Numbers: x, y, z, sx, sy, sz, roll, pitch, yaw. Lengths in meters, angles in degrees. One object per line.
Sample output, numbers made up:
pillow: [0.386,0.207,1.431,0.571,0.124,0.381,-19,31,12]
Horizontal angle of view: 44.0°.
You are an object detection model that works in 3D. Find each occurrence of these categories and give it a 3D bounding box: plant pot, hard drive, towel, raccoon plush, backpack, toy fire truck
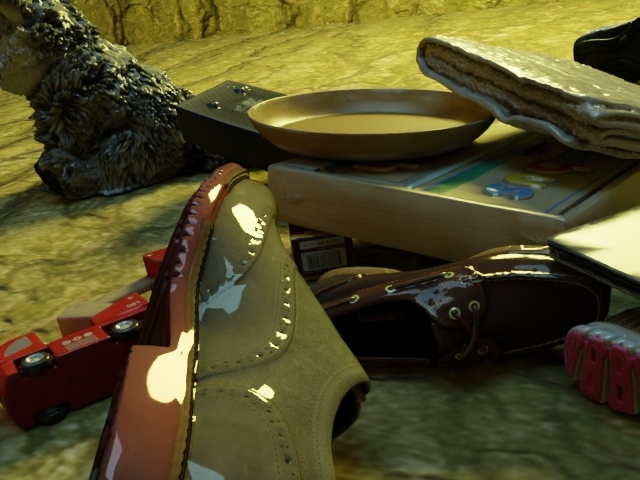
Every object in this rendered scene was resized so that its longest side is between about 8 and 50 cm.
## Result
plant pot: [0.049,-0.112,0.755,0.237,0.032,0.236,-2,19,1]
hard drive: [-0.029,-0.127,0.955,0.255,0.054,0.172,17,26,10]
towel: [0.224,-0.127,0.713,0.187,0.049,0.282,5,23,-22]
raccoon plush: [-0.246,-0.243,1.092,0.447,0.299,0.216,-12,21,-12]
backpack: [0.463,-0.287,1.233,0.120,0.097,0.101,-9,7,37]
toy fire truck: [-0.157,0.064,0.602,0.192,0.047,0.135,-21,23,-28]

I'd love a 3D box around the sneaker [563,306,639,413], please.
sneaker: [0.215,0.070,0.420,0.075,0.063,0.170,-25,21,-25]

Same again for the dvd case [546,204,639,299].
dvd case: [0.258,0.013,0.420,0.165,0.018,0.221,-17,25,-21]

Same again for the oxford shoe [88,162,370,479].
oxford shoe: [-0.041,0.070,0.455,0.130,0.123,0.348,17,32,-9]

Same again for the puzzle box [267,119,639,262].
puzzle box: [0.182,-0.072,0.759,0.272,0.052,0.409,14,25,34]

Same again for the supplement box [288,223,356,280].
supplement box: [0.000,0.000,0.716,0.055,0.043,0.083,-9,20,-2]

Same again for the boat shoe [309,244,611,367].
boat shoe: [0.081,0.052,0.514,0.207,0.073,0.073,-9,18,21]
